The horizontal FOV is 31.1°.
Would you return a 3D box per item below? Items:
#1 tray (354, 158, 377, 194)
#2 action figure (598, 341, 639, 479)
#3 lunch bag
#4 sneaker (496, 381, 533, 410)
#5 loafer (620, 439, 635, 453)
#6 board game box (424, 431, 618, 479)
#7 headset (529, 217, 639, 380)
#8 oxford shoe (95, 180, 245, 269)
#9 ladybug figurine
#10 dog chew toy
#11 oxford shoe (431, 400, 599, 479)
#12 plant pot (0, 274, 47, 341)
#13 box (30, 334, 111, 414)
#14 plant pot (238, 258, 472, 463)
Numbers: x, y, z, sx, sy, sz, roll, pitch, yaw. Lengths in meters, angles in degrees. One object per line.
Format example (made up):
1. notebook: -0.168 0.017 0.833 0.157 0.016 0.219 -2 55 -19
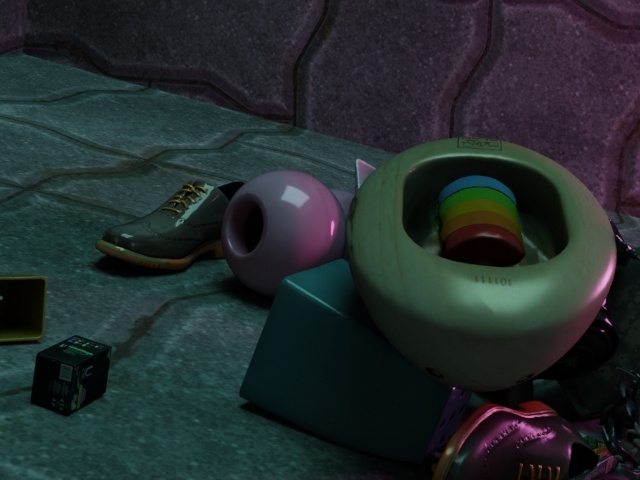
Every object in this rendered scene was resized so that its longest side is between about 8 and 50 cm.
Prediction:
1. tray: 0.100 0.014 1.819 0.030 0.270 0.145 -22 -32 32
2. action figure: 0.410 0.240 1.346 0.141 0.164 0.276 36 29 -12
3. lunch bag: 0.475 0.123 1.652 0.287 0.235 0.169 6 47 -54
4. sneaker: 0.236 0.187 1.623 0.118 0.083 0.222 -6 20 14
5. loafer: 0.491 0.239 1.559 0.102 0.092 0.268 21 16 30
6. board game box: 0.249 0.266 1.386 0.136 0.030 0.259 24 18 32
7. headset: 0.311 0.046 1.471 0.394 0.243 0.185 -8 -35 42
8. oxford shoe: -0.241 -0.036 1.920 0.130 0.133 0.363 19 16 24
9. ladybug figurine: 0.181 0.023 1.339 0.305 0.162 0.449 4 31 6
10. dog chew toy: 0.000 0.000 1.885 0.332 0.207 0.206 10 12 -44
11. oxford shoe: 0.214 0.235 1.238 0.098 0.097 0.271 29 21 33
12. plant pot: -0.403 0.080 1.457 0.081 0.081 0.083 0 6 -39
13. box: -0.282 0.151 1.308 0.052 0.062 0.083 15 14 16
14. plant pot: 0.059 0.158 1.395 0.234 0.166 0.165 29 19 21
